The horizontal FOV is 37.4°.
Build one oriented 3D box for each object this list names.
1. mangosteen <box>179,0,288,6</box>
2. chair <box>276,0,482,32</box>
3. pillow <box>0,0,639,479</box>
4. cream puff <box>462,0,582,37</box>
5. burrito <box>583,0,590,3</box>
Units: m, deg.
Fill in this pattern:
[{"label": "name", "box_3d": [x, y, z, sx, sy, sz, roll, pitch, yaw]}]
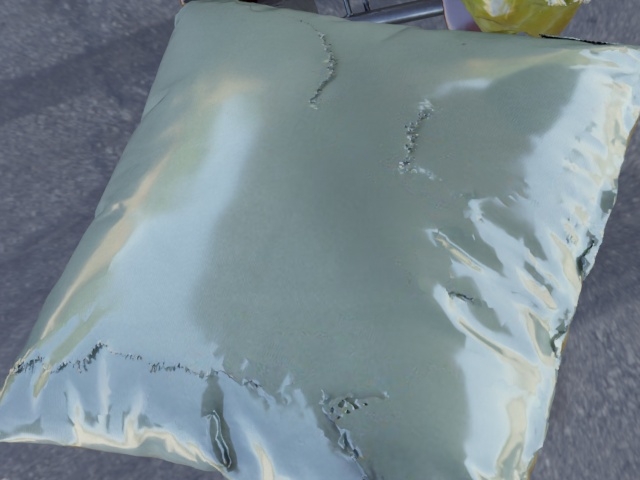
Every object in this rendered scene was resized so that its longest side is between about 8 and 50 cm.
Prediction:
[{"label": "mangosteen", "box_3d": [-0.091, -0.327, 0.997, 0.209, 0.210, 0.210, 0, 91, 14]}, {"label": "chair", "box_3d": [0.138, -0.392, 1.650, 0.400, 0.226, 0.227, -5, 90, 24]}, {"label": "pillow", "box_3d": [0.000, 0.000, 0.507, 0.312, 0.119, 0.310, 12, 69, 23]}, {"label": "cream puff", "box_3d": [0.152, -0.292, 0.718, 0.185, 0.282, 0.282, 26, 97, 4]}, {"label": "burrito", "box_3d": [0.288, -0.331, 1.011, 0.041, 0.055, 0.149, 6, 110, -7]}]
